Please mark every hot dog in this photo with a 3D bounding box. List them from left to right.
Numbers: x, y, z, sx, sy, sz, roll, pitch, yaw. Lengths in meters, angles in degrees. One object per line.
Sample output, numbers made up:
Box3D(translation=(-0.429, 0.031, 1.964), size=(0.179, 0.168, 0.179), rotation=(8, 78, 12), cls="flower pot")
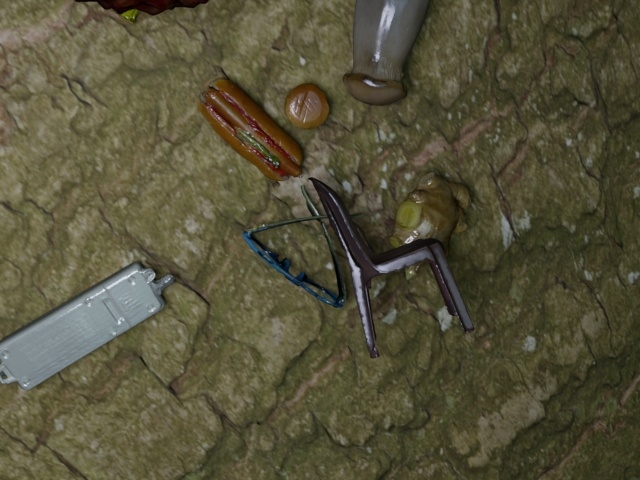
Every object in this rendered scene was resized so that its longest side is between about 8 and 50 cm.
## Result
Box3D(translation=(-0.117, -0.191, 1.155), size=(0.236, 0.062, 0.092), rotation=(39, 85, -19), cls="hot dog")

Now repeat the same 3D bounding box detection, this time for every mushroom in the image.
Box3D(translation=(0.134, -0.443, 1.132), size=(0.137, 0.154, 0.407), rotation=(-9, 109, -55), cls="mushroom")

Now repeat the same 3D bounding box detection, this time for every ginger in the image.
Box3D(translation=(0.205, -0.025, 1.252), size=(0.157, 0.102, 0.216), rotation=(22, 91, -41), cls="ginger")

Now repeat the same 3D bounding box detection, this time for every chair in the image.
Box3D(translation=(0.117, 0.016, 1.119), size=(0.183, 0.175, 0.326), rotation=(-19, 94, 5), cls="chair")

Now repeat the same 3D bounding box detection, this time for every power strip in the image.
Box3D(translation=(-0.412, 0.144, 1.139), size=(0.338, 0.058, 0.098), rotation=(-31, 106, -7), cls="power strip")

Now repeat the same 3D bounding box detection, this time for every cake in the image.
Box3D(translation=(-0.025, -0.245, 1.179), size=(0.084, 0.044, 0.084), rotation=(-2, 101, -12), cls="cake")

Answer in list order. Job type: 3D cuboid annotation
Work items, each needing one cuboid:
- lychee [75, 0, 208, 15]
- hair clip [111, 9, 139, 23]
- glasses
Box3D(translation=(-0.226, -0.532, 0.880), size=(0.500, 0.424, 0.424), rotation=(-21, 105, -7), cls="lychee")
Box3D(translation=(-0.373, -0.424, 1.051), size=(0.173, 0.046, 0.072), rotation=(25, 83, -19), cls="hair clip")
Box3D(translation=(-0.018, 0.008, 1.221), size=(0.239, 0.102, 0.207), rotation=(39, 61, -17), cls="glasses")
